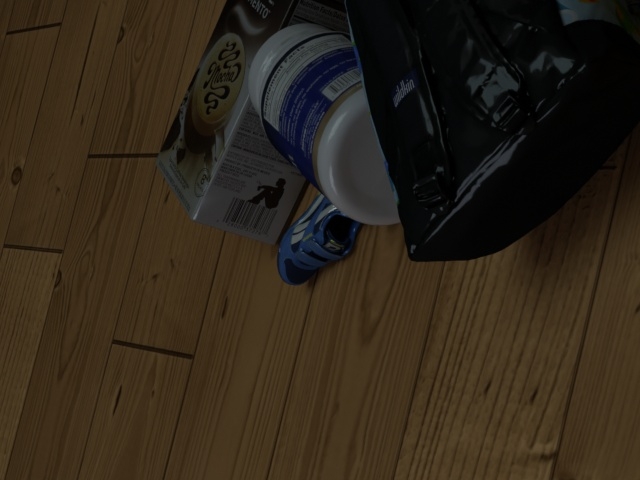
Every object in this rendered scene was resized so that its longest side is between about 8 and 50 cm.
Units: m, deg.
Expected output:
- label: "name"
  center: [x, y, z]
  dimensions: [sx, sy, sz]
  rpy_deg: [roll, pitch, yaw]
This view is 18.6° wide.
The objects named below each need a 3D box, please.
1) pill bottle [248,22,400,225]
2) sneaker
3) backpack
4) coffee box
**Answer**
- label: "pill bottle"
  center: [0.026, -0.130, 2.022]
  dimensions: [0.153, 0.153, 0.265]
  rpy_deg: [-66, 29, 13]
- label: "sneaker"
  center: [0.000, 0.000, 2.104]
  dimensions: [0.144, 0.053, 0.059]
  rpy_deg: [-57, 35, 30]
- label: "backpack"
  center: [0.152, -0.202, 1.772]
  dimensions: [0.290, 0.273, 0.356]
  rpy_deg: [-51, 57, 38]
- label: "coffee box"
  center: [-0.063, -0.170, 2.235]
  dimensions: [0.297, 0.118, 0.168]
  rpy_deg: [-64, 29, 16]
